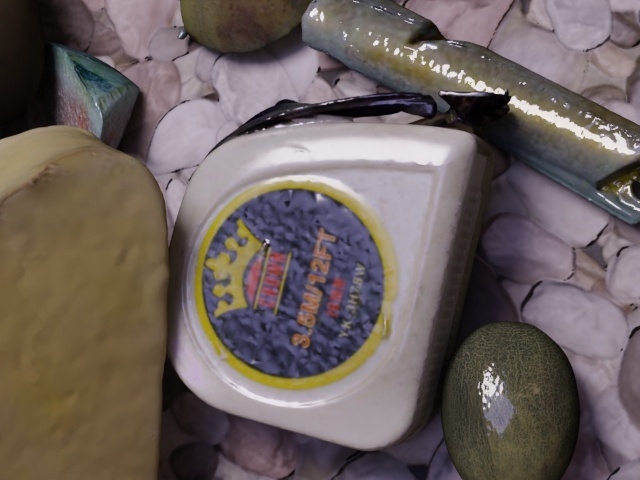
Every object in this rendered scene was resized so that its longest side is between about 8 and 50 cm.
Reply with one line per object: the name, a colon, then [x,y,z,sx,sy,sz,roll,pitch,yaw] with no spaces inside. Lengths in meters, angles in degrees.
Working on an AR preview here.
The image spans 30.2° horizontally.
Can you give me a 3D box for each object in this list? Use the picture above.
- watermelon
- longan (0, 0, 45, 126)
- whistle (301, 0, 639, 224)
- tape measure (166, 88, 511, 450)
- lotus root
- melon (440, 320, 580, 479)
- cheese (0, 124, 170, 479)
watermelon: [-0.210,-0.123,1.044,0.094,0.081,0.180,-51,45,25]
longan: [-0.342,-0.196,1.007,0.248,0.248,0.248,-5,74,20]
whistle: [0.124,-0.115,0.916,0.326,0.057,0.068,33,101,25]
tape measure: [0.000,0.000,0.882,0.231,0.133,0.271,15,94,17]
lotus root: [-0.071,-0.265,1.006,0.183,0.078,0.203,26,87,37]
melon: [0.132,0.121,0.829,0.098,0.098,0.130,-3,80,20]
cheese: [-0.237,0.146,0.833,0.104,0.384,0.384,28,87,52]
